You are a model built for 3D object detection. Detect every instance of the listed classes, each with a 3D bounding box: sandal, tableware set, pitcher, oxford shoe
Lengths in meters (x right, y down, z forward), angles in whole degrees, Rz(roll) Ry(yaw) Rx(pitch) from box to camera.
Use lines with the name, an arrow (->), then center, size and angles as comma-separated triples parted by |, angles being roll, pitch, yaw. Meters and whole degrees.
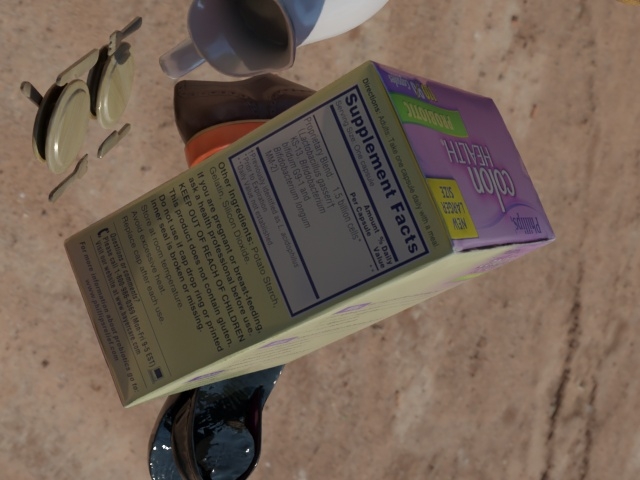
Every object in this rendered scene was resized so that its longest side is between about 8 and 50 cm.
sandal -> -0.145, 0.260, 1.462 | 0.167, 0.107, 0.446 | 3, 128, -20
tableware set -> -0.224, -0.130, 0.956 | 0.194, 0.039, 0.128 | -64, 169, -60
pitcher -> -0.030, -0.208, 0.825 | 0.125, 0.177, 0.207 | 55, 52, -21
oxford shoe -> -0.022, -0.132, 1.039 | 0.271, 0.098, 0.097 | -8, 159, -39

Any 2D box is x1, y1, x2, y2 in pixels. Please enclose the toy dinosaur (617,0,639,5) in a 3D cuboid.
toy dinosaur -> 0.127, -0.091, 0.347 | 0.112, 0.211, 0.064 | 2, 109, -21

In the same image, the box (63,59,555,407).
box -> 0.000, 0.000, 0.683 | 0.243, 0.117, 0.213 | -26, 170, 26
